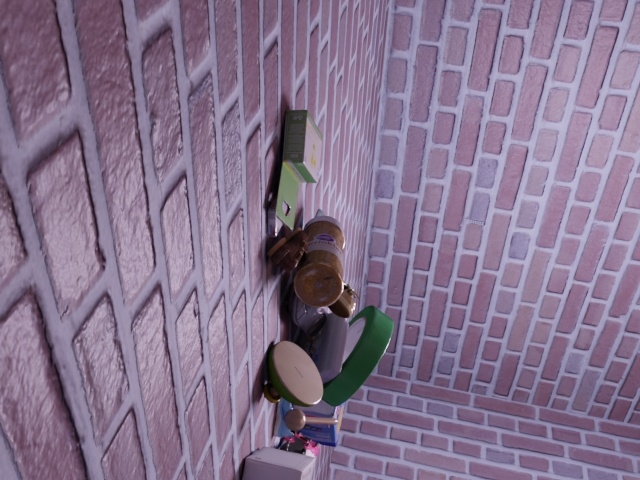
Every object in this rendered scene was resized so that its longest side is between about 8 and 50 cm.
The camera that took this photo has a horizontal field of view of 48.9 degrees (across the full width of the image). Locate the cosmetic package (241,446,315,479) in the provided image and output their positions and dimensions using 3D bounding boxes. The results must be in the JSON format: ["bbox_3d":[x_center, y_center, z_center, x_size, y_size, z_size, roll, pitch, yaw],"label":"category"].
[{"bbox_3d":[-0.130,0.720,1.749,0.197,0.155,0.366,29,72,-78],"label":"cosmetic package"}]

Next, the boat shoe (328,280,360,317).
[{"bbox_3d":[0.034,0.121,1.938,0.285,0.089,0.105,40,-22,59],"label":"boat shoe"}]

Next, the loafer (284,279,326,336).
[{"bbox_3d":[-0.057,0.175,1.927,0.109,0.095,0.302,-46,155,-16],"label":"loafer"}]

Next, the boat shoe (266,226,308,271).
[{"bbox_3d":[-0.064,0.025,1.638,0.073,0.073,0.207,-49,179,20],"label":"boat shoe"}]

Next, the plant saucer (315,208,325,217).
[{"bbox_3d":[0.000,0.000,2.195,0.195,0.037,0.195,9,90,-82],"label":"plant saucer"}]

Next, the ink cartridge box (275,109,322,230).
[{"bbox_3d":[-0.045,-0.153,1.577,0.171,0.056,0.235,46,47,-74],"label":"ink cartridge box"}]

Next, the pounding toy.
[{"bbox_3d":[-0.083,0.384,1.792,0.183,0.110,0.237,19,40,-52],"label":"pounding toy"}]

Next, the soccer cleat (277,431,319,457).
[{"bbox_3d":[-0.092,0.681,2.171,0.143,0.116,0.331,-64,168,-3],"label":"soccer cleat"}]

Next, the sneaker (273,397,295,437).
[{"bbox_3d":[-0.088,0.495,2.036,0.063,0.073,0.162,-47,145,-74],"label":"sneaker"}]

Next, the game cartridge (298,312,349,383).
[{"bbox_3d":[-0.004,0.328,2.102,0.297,0.062,0.198,148,-40,-65],"label":"game cartridge"}]

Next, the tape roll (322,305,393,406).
[{"bbox_3d":[0.096,0.350,2.140,0.321,0.077,0.321,-53,-173,10],"label":"tape roll"}]

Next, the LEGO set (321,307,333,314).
[{"bbox_3d":[0.020,0.229,2.263,0.182,0.060,0.244,-176,-88,-74],"label":"LEGO set"}]

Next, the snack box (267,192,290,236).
[{"bbox_3d":[-0.086,-0.083,1.596,0.178,0.022,0.064,-68,162,-55],"label":"snack box"}]

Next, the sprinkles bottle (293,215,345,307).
[{"bbox_3d":[0.002,0.046,1.805,0.355,0.121,0.121,-84,180,-69],"label":"sprinkles bottle"}]

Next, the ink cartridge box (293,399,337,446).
[{"bbox_3d":[0.011,0.563,2.523,0.395,0.151,0.270,88,14,-58],"label":"ink cartridge box"}]
